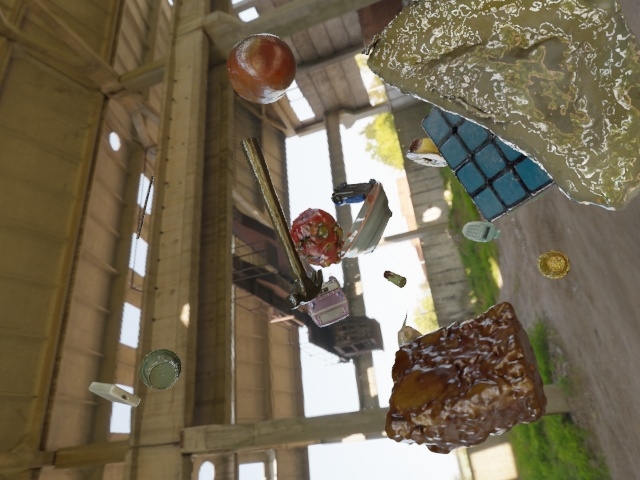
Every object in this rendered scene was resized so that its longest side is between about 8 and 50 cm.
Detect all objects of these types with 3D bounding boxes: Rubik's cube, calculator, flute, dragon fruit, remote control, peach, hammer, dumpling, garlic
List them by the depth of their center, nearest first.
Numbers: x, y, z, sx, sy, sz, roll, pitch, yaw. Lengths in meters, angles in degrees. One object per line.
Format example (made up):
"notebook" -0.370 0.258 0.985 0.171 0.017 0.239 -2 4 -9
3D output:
"dumpling" 0.189 -0.169 0.406 0.086 0.166 0.332 23 -158 -51
"Rubik's cube" 0.528 -0.300 1.035 0.337 0.344 0.344 59 156 12
"hammer" -0.105 -0.052 1.065 0.168 0.044 0.439 -21 -90 -61
"remote control" -0.566 0.418 1.153 0.087 0.190 0.029 44 -128 -27
"garlic" 0.323 0.344 1.413 0.198 0.128 0.090 42 176 5
"peach" -0.217 -0.618 1.522 0.252 0.253 0.252 -14 -90 -75
"flute" -0.641 -0.123 1.540 0.014 0.014 0.269 52 -145 -56
"calculator" 0.674 -0.037 1.762 0.021 0.153 0.095 -75 -10 -53
"dragon fruit" 0.000 0.000 2.000 0.291 0.250 0.269 59 168 -20

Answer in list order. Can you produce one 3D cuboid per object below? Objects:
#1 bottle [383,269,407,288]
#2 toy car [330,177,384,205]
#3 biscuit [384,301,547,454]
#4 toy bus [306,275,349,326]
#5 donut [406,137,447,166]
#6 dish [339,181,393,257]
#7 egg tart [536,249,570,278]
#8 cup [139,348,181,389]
"bottle" 0.277 0.140 1.594 0.101 0.047 0.063 29 154 49
"toy car" 0.143 -0.181 1.631 0.063 0.216 0.103 64 -144 -37
"biscuit" 0.378 0.369 1.121 0.166 0.395 0.342 51 -152 -15
"toy bus" 0.015 0.213 1.483 0.202 0.142 0.142 148 99 -85
"donut" 0.425 -0.346 1.653 0.184 0.166 0.073 15 -95 -42
"dish" 0.152 -0.044 1.283 0.260 0.085 0.260 -63 2 4
"egg tart" 0.987 0.101 1.779 0.049 0.129 0.128 33 -135 -72
"cup" -0.464 0.386 1.237 0.141 0.120 0.120 -8 97 65
